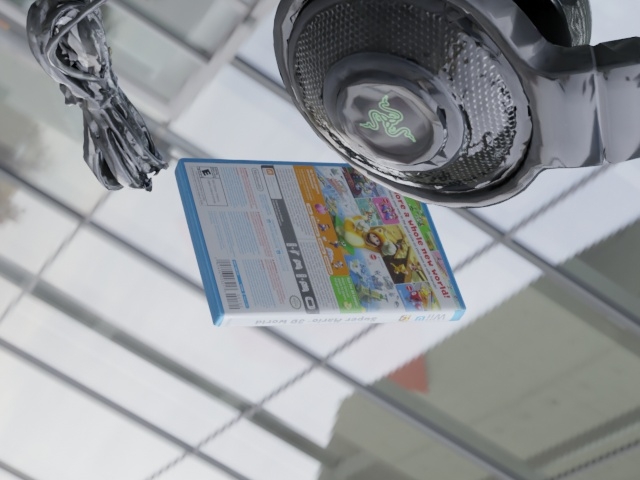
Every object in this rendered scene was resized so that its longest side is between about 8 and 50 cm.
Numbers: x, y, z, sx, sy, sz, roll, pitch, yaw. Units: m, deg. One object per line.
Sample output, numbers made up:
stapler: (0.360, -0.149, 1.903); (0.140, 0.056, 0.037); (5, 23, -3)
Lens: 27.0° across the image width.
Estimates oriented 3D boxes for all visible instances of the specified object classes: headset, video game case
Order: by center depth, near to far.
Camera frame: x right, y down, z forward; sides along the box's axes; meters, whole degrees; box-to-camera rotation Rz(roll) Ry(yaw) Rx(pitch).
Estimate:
headset: (0.055, -0.106, 0.628); (0.243, 0.394, 0.185); (-84, 164, -45)
video game case: (0.000, 0.000, 0.829); (0.015, 0.166, 0.119); (120, -39, -46)
